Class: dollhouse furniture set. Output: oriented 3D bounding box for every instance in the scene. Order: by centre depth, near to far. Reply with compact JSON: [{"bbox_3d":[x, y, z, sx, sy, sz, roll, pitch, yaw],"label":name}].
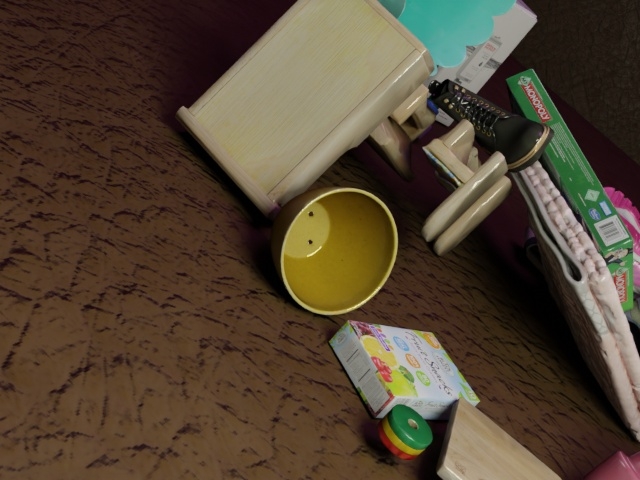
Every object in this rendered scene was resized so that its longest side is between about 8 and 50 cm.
[{"bbox_3d":[0.026,-0.139,1.180,0.362,0.256,0.394,48,4,17],"label":"dollhouse furniture set"}]

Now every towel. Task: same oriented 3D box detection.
[{"bbox_3d":[0.357,0.067,1.248,0.332,0.053,0.317,-101,165,-55],"label":"towel"}]

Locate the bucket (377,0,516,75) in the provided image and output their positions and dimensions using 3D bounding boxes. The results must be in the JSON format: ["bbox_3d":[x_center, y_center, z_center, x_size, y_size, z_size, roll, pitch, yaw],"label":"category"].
[{"bbox_3d":[0.144,-0.392,1.232,0.183,0.281,0.281,43,23,29],"label":"bucket"}]

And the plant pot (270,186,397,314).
[{"bbox_3d":[0.000,0.000,0.946,0.134,0.134,0.095,24,4,-31],"label":"plant pot"}]

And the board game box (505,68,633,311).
[{"bbox_3d":[0.361,-0.068,1.297,0.213,0.046,0.317,56,12,-56],"label":"board game box"}]

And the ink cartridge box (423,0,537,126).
[{"bbox_3d":[0.276,-0.413,1.842,0.117,0.283,0.207,21,30,-35],"label":"ink cartridge box"}]

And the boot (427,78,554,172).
[{"bbox_3d":[0.222,-0.164,1.217,0.137,0.077,0.198,37,-1,-15],"label":"boot"}]

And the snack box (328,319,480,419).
[{"bbox_3d":[0.087,0.135,0.918,0.141,0.037,0.100,14,34,-44],"label":"snack box"}]

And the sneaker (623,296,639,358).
[{"bbox_3d":[0.512,0.214,1.293,0.111,0.121,0.300,79,-4,-69],"label":"sneaker"}]

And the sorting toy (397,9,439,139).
[{"bbox_3d":[0.161,-0.292,1.499,0.127,0.126,0.365,45,0,24],"label":"sorting toy"}]

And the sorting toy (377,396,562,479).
[{"bbox_3d":[0.169,0.238,0.844,0.274,0.046,0.132,39,24,0],"label":"sorting toy"}]

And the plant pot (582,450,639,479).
[{"bbox_3d":[0.398,0.269,0.896,0.201,0.180,0.201,47,10,-11],"label":"plant pot"}]

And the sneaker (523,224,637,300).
[{"bbox_3d":[0.442,0.068,1.505,0.258,0.094,0.091,36,44,1],"label":"sneaker"}]

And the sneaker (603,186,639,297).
[{"bbox_3d":[0.494,0.034,1.429,0.252,0.111,0.103,47,44,-3],"label":"sneaker"}]
